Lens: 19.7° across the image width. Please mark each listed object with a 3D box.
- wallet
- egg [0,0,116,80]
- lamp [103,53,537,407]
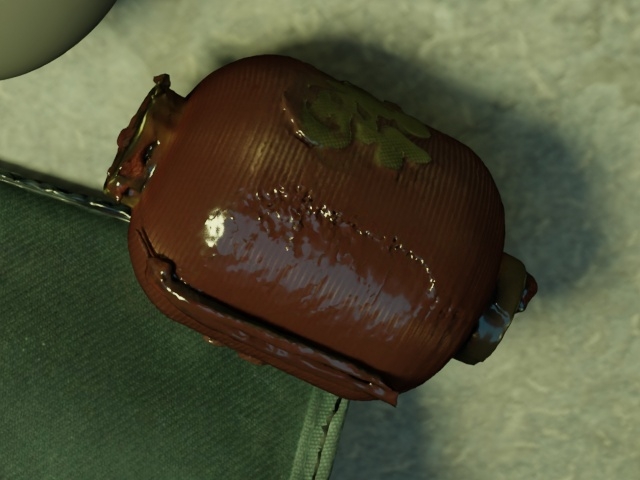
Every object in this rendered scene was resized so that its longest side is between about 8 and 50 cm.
[{"bbox_3d":[-0.156,0.090,1.130,0.342,0.237,0.075,17,163,-6],"label":"wallet"},{"bbox_3d":[-0.167,-0.171,0.983,0.146,0.146,0.198,39,111,-19],"label":"egg"},{"bbox_3d":[0.000,0.000,1.060,0.258,0.180,0.180,26,121,-10],"label":"lamp"}]
